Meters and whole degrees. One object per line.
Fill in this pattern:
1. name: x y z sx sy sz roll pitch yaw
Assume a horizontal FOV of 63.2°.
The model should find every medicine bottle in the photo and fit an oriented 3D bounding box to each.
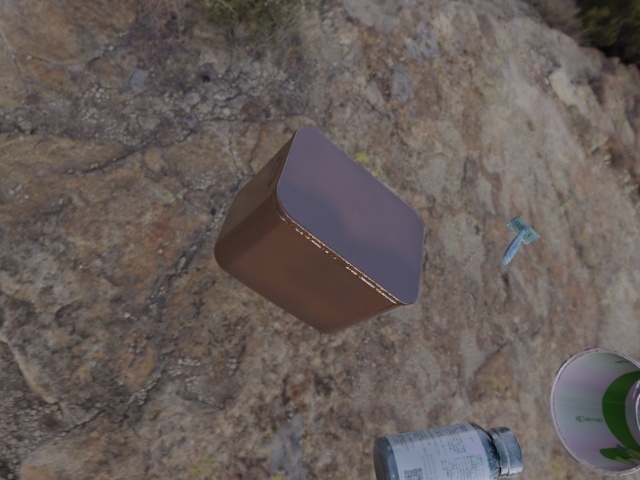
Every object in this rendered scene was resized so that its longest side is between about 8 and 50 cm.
1. medicine bottle: 0.266 0.464 1.090 0.293 0.141 0.141 -6 76 -7

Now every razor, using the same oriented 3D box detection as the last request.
1. razor: 0.407 0.009 1.087 0.068 0.040 0.135 45 49 2

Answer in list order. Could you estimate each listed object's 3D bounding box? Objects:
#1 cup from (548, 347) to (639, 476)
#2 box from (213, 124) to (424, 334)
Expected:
1. cup: 0.688 0.371 1.121 0.274 0.253 0.253 12 65 -24
2. box: 0.000 0.000 1.000 0.339 0.229 0.239 36 43 -23
